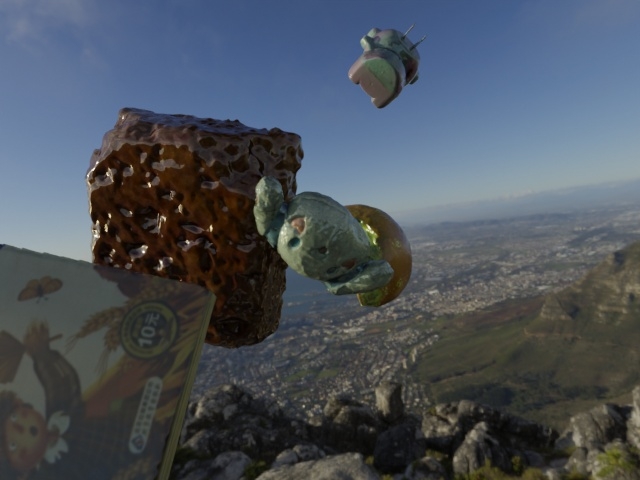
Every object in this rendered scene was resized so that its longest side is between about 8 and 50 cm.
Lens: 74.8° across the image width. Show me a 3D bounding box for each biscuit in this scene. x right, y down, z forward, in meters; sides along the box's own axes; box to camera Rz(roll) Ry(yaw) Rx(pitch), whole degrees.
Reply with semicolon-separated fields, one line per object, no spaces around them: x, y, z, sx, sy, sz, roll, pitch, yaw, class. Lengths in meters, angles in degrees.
-0.223;-0.012;0.729;0.343;0.394;0.166;13;22;15;biscuit

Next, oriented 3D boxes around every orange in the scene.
0.107;0.019;0.903;0.159;0.179;0.237;-26;48;-12;orange

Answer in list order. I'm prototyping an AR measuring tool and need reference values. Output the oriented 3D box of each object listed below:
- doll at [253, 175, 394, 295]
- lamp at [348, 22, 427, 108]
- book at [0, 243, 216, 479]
0.000;0.000;0.526;0.103;0.214;0.071;-41;23;26;doll
0.242;-0.616;1.431;0.247;0.247;0.301;-41;14;41;lamp
-0.358;0.155;0.455;0.429;0.299;0.039;11;-15;3;book
